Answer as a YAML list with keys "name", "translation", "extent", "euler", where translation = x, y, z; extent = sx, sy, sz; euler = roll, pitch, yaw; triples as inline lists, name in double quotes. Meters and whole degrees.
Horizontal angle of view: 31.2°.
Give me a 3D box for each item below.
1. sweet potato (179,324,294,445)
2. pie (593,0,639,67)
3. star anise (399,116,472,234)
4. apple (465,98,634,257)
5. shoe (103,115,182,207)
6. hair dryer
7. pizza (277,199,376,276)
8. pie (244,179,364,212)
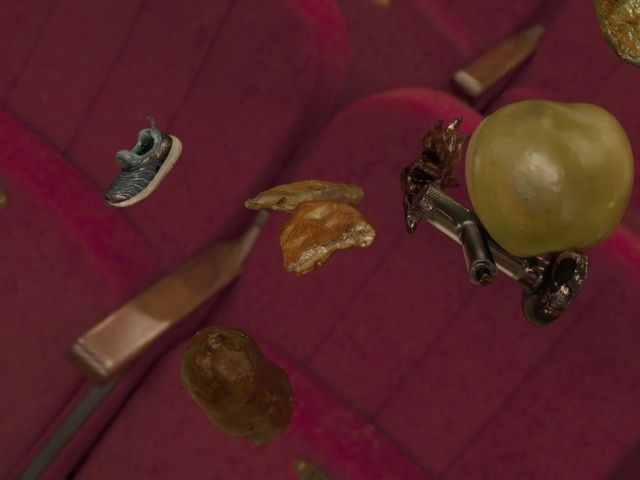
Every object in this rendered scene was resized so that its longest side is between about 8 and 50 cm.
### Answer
- name: "sweet potato"
  translation: [-0.145, 0.225, 1.850]
  extent: [0.157, 0.158, 0.369]
  euler: [62, 4, 32]
- name: "pie"
  translation: [0.364, -0.253, 1.149]
  extent: [0.187, 0.187, 0.041]
  euler: [39, 29, 7]
- name: "star anise"
  translation: [0.212, -0.141, 2.306]
  extent: [0.103, 0.272, 0.272]
  euler: [21, 32, 23]
- name: "apple"
  translation: [0.369, -0.103, 1.891]
  extent: [0.292, 0.292, 0.254]
  euler: [-9, 91, -41]
- name: "shoe"
  translation: [-0.262, -0.107, 1.642]
  extent: [0.143, 0.064, 0.071]
  euler: [-52, 124, -16]
- name: "hair dryer"
  translation: [0.299, 0.060, 1.944]
  extent: [0.320, 0.155, 0.284]
  euler: [28, 33, -17]
- name: "pizza"
  translation: [0.000, 0.000, 1.744]
  extent: [0.161, 0.182, 0.062]
  euler: [-41, 121, -30]
- name: "pie"
  translation: [-0.027, -0.082, 2.233]
  extent: [0.282, 0.129, 0.068]
  euler: [-11, 99, -55]
